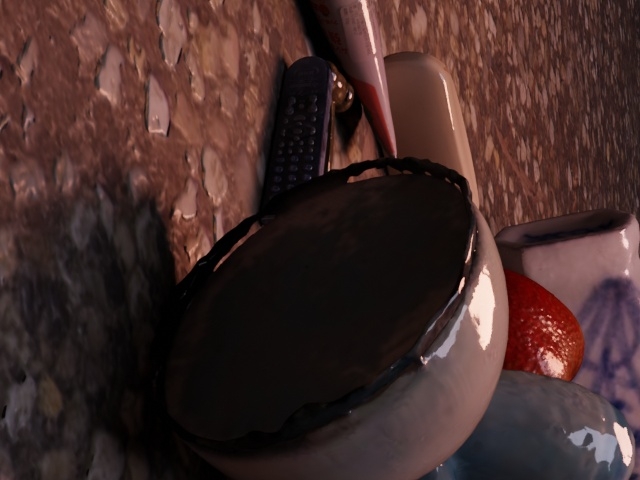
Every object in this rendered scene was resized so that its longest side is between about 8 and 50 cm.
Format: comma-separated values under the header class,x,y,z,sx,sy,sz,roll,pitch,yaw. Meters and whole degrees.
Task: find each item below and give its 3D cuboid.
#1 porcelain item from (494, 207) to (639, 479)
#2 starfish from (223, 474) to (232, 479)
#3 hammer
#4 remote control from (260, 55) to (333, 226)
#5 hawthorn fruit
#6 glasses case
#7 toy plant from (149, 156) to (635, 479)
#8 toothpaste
class,x,y,z,sx,sy,sz,roll,pitch,yaw
porcelain item,0.318,0.176,1.804,0.178,0.242,0.405,-95,175,-76
starfish,-0.022,0.217,1.098,0.240,0.043,0.227,-59,142,-63
hammer,0.000,0.000,1.225,0.058,0.029,0.292,35,56,-65
remote control,-0.014,-0.076,1.162,0.027,0.043,0.152,74,21,-55
hawthorn fruit,0.156,0.099,1.465,0.188,0.169,0.169,46,24,0
glasses case,0.100,-0.089,1.443,0.051,0.081,0.204,-68,150,-48
toy plant,0.066,0.139,0.980,0.332,0.247,0.247,55,34,-33
toothpaste,0.029,-0.171,1.281,0.089,0.057,0.234,-115,-177,-46
